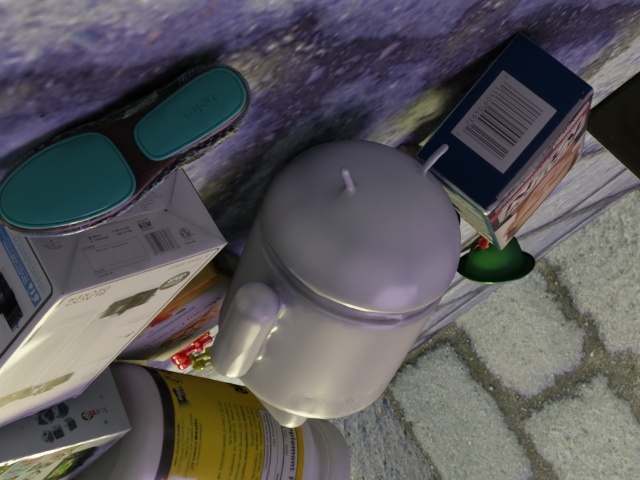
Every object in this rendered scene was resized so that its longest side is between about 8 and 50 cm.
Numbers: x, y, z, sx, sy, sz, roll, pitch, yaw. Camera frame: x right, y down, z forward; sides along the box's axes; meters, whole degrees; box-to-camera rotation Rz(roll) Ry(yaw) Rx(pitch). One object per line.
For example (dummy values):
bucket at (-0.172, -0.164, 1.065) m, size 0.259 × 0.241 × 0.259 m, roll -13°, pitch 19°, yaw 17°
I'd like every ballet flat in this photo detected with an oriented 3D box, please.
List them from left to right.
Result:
ballet flat at (-0.131, -0.057, 0.685) m, size 0.188 × 0.070 × 0.070 m, roll -27°, pitch 167°, yaw -8°

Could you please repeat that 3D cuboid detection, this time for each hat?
hat at (0.377, -0.020, 2.169) m, size 0.173 × 0.184 × 0.208 m, roll -20°, pitch -154°, yaw -21°

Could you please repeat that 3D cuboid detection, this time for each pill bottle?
pill bottle at (-0.130, 0.264, 1.215) m, size 0.334 × 0.188 × 0.188 m, roll 19°, pitch 133°, yaw -40°

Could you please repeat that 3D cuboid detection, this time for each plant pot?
plant pot at (0.575, -0.200, 1.619) m, size 0.188 × 0.187 × 0.167 m, roll -18°, pitch 149°, yaw -48°

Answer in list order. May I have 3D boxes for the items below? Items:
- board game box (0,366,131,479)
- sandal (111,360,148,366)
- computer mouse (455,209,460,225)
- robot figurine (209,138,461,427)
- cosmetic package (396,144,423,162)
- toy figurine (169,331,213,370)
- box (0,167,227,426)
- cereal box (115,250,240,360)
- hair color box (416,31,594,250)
board game box at (-0.375, 0.221, 0.989) m, size 0.303 × 0.098 × 0.224 m, roll -7°, pitch 154°, yaw -42°
sandal at (-0.361, 0.279, 1.316) m, size 0.416 × 0.102 × 0.169 m, roll -50°, pitch 146°, yaw 17°
computer mouse at (0.064, -0.017, 1.195) m, size 0.242 × 0.041 × 0.071 m, roll -4°, pitch 151°, yaw -30°
robot figurine at (0.017, 0.041, 1.016) m, size 0.300 × 0.200 × 0.353 m, roll -30°, pitch 155°, yaw -41°
cosmetic package at (0.079, -0.066, 1.207) m, size 0.115 × 0.041 × 0.060 m, roll -38°, pitch 165°, yaw 26°
toy figurine at (-0.085, 0.209, 1.451) m, size 0.191 × 0.217 × 0.362 m, roll -30°, pitch 166°, yaw -5°
box at (-0.226, 0.059, 0.836) m, size 0.169 × 0.087 × 0.290 m, roll -19°, pitch 162°, yaw -46°
cereal box at (-0.164, 0.077, 1.152) m, size 0.173 × 0.047 × 0.240 m, roll -33°, pitch 168°, yaw 6°
hair color box at (0.225, -0.101, 1.188) m, size 0.174 × 0.105 × 0.347 m, roll -50°, pitch 167°, yaw 4°
